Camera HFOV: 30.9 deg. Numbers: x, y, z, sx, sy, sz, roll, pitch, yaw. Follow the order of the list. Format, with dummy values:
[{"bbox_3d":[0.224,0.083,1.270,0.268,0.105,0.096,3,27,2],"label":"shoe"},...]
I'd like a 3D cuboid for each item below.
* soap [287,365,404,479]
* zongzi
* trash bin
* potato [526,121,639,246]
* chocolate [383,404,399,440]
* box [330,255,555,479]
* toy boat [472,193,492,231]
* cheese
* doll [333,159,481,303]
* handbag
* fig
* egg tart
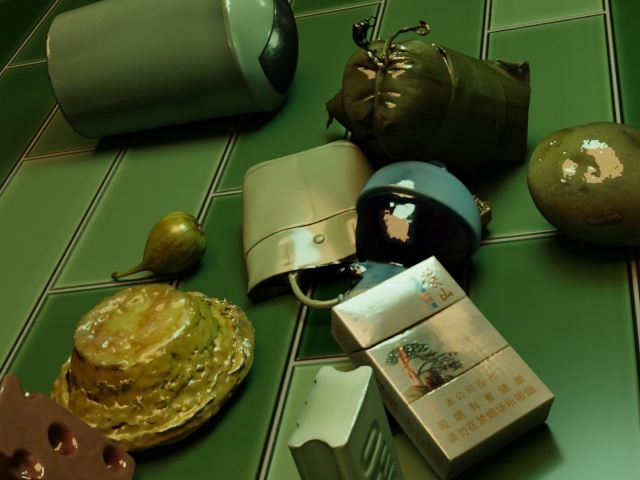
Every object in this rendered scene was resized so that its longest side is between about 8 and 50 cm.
[{"bbox_3d":[0.034,0.239,1.192,0.066,0.198,0.119,-1,36,22],"label":"soap"},{"bbox_3d":[0.057,-0.209,1.690,0.418,0.181,0.447,7,1,37],"label":"zongzi"},{"bbox_3d":[-0.253,-0.345,2.116,0.432,0.280,0.280,-10,34,17],"label":"trash bin"},{"bbox_3d":[0.390,-0.072,1.532,0.235,0.160,0.178,22,73,26],"label":"potato"},{"bbox_3d":[0.069,0.215,1.352,0.147,0.070,0.072,-21,22,-24],"label":"chocolate"},{"bbox_3d":[0.135,0.142,1.329,0.149,0.067,0.233,-26,58,-22],"label":"box"},{"bbox_3d":[0.169,-0.064,1.688,0.064,0.072,0.206,-32,37,-24],"label":"toy boat"},{"bbox_3d":[-0.352,0.288,1.350,0.177,0.203,0.128,-37,28,24],"label":"cheese"},{"bbox_3d":[0.114,0.012,1.529,0.177,0.141,0.314,29,56,-8],"label":"doll"},{"bbox_3d":[0.000,0.000,1.693,0.241,0.109,0.315,-17,46,3],"label":"handbag"},{"bbox_3d":[-0.237,0.027,1.768,0.166,0.093,0.093,-48,20,30],"label":"fig"},{"bbox_3d":[-0.231,0.149,1.515,0.294,0.123,0.294,-13,35,9],"label":"egg tart"}]
